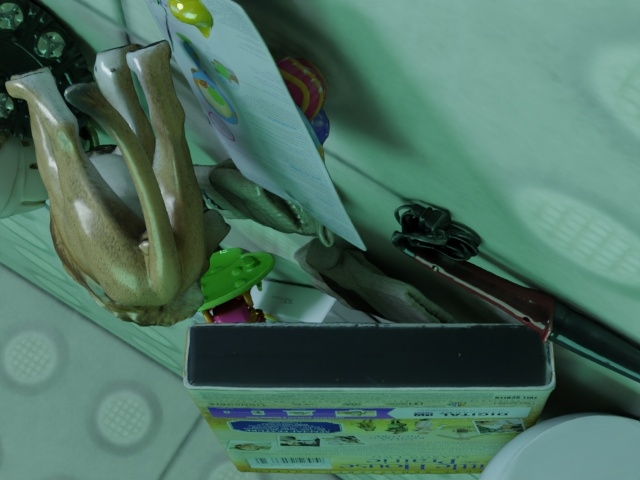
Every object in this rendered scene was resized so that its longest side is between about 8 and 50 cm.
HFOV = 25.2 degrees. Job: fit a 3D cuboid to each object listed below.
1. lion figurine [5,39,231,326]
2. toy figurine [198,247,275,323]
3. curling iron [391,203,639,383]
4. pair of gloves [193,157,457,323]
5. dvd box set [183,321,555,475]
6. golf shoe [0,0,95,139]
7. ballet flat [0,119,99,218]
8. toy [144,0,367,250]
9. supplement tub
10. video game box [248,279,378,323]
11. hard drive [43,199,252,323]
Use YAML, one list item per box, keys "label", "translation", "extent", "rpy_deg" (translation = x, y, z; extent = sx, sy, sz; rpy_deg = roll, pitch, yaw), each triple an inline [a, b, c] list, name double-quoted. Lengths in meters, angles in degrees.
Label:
- label: "lion figurine"
  translation: [-0.146, -0.021, 1.072]
  extent: [0.392, 0.142, 0.240]
  rpy_deg: [-121, 16, -80]
- label: "toy figurine"
  translation: [-0.083, 0.106, 1.545]
  extent: [0.173, 0.130, 0.159]
  rpy_deg: [-122, 9, -73]
- label: "curling iron"
  translation: [0.169, 0.055, 1.081]
  extent: [0.274, 0.035, 0.068]
  rpy_deg: [33, 167, 3]
- label: "pair of gloves"
  translation: [0.000, 0.000, 1.265]
  extent: [0.240, 0.042, 0.204]
  rpy_deg: [39, 167, -21]
- label: "dvd box set"
  translation: [0.050, 0.160, 1.362]
  extent: [0.307, 0.062, 0.420]
  rpy_deg: [0, 162, 4]
- label: "golf shoe"
  translation: [-0.302, -0.192, 1.219]
  extent: [0.273, 0.105, 0.120]
  rpy_deg: [39, -172, -25]
- label: "ballet flat"
  translation: [-0.283, -0.074, 1.319]
  extent: [0.123, 0.123, 0.348]
  rpy_deg: [33, -167, -1]
- label: "toy"
  translation: [-0.037, -0.105, 0.945]
  extent: [0.137, 0.056, 0.237]
  rpy_deg: [33, 164, 39]
- label: "supplement tub"
  translation: [0.241, 0.283, 1.305]
  extent: [0.228, 0.228, 0.316]
  rpy_deg: [30, 167, 12]
- label: "video game box"
  translation: [0.028, 0.118, 1.605]
  extent: [0.187, 0.048, 0.205]
  rpy_deg: [41, 164, -23]
- label: "hard drive"
  translation: [-0.208, 0.004, 1.713]
  extent: [0.237, 0.064, 0.339]
  rpy_deg: [22, 163, 40]
